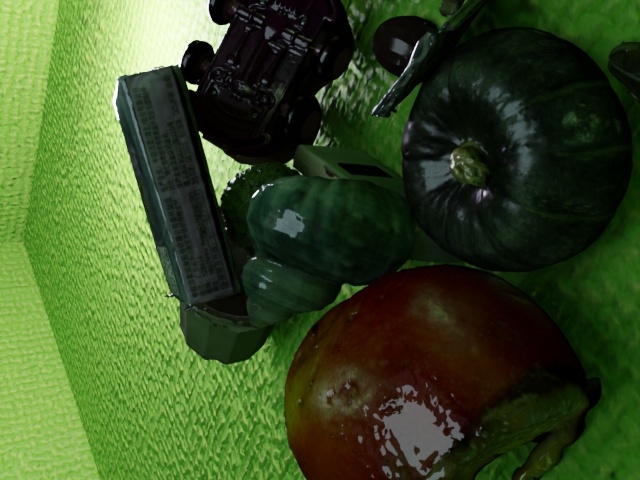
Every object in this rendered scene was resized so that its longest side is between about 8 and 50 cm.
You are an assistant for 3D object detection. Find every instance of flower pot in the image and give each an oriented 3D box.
[{"bbox_3d":[-0.179,0.110,1.525,0.290,0.290,0.259,64,151,29],"label":"flower pot"}]

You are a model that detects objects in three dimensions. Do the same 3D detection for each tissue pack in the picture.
[{"bbox_3d":[-0.232,-0.082,1.227,0.259,0.122,0.362,-176,72,-75],"label":"tissue pack"}]

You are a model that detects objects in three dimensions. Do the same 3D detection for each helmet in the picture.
[{"bbox_3d":[0.128,-0.296,1.178,0.123,0.070,0.098,47,130,45],"label":"helmet"}]

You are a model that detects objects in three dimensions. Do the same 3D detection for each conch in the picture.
[{"bbox_3d":[-0.014,0.010,1.057,0.220,0.195,0.277,43,98,7],"label":"conch"}]

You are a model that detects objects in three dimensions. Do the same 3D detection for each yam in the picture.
[{"bbox_3d":[0.193,-0.348,1.059,0.027,0.129,0.033,32,136,-4],"label":"yam"}]

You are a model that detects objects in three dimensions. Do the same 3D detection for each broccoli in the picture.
[{"bbox_3d":[-0.024,0.006,1.277,0.302,0.186,0.254,41,177,5],"label":"broccoli"}]

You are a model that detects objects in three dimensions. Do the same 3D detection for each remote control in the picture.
[{"bbox_3d":[0.098,-0.064,1.182,0.344,0.145,0.050,42,123,47],"label":"remote control"}]

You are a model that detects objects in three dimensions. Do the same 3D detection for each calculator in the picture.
[{"bbox_3d":[0.161,-0.262,0.991,0.028,0.274,0.166,40,134,1],"label":"calculator"}]

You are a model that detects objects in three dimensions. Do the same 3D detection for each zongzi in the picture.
[{"bbox_3d":[0.367,-0.161,0.856,0.109,0.055,0.119,26,125,55],"label":"zongzi"}]

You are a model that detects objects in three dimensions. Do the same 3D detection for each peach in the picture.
[{"bbox_3d":[0.138,0.209,0.964,0.416,0.339,0.353,-6,102,56],"label":"peach"}]

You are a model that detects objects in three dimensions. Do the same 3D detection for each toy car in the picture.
[{"bbox_3d":[-0.072,-0.291,1.353,0.271,0.240,0.341,33,97,19],"label":"toy car"}]

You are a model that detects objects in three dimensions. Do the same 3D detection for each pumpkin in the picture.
[{"bbox_3d":[0.223,-0.102,0.934,0.300,0.207,0.300,26,123,49],"label":"pumpkin"}]
